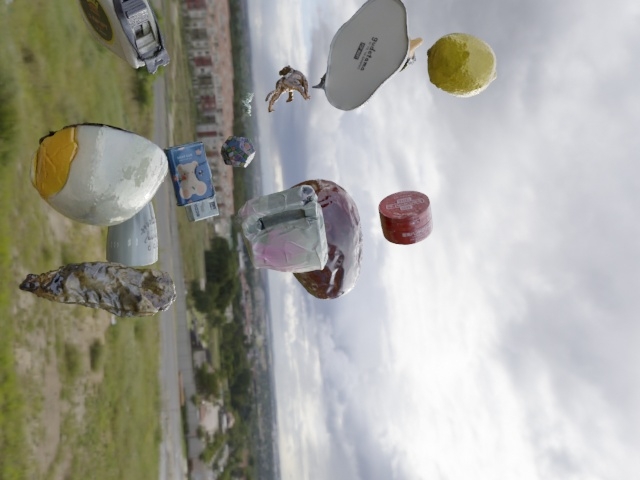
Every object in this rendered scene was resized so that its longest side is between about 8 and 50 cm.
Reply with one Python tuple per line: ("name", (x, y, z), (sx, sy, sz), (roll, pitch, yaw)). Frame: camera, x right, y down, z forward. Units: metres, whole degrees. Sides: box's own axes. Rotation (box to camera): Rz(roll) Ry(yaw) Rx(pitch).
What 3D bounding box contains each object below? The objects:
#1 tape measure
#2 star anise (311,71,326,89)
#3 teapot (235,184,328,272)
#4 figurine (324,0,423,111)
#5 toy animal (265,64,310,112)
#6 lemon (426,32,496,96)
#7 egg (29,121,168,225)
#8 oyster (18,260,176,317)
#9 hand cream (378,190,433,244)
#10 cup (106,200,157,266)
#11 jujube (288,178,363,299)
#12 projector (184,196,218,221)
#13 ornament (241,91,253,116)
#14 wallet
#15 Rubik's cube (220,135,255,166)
("tape measure", (-0.504, -0.588, 1.585), (0.271, 0.133, 0.231), (40, -29, 27))
("star anise", (0.074, -0.554, 2.029), (0.061, 0.205, 0.181), (55, -26, -6))
("teapot", (-0.079, -0.010, 1.307), (0.221, 0.178, 0.163), (107, -26, -83))
("figurine", (0.115, -0.371, 1.316), (0.249, 0.167, 0.141), (-56, 158, 6))
("toy animal", (-0.107, -0.484, 1.966), (0.255, 0.114, 0.116), (-53, 130, -60))
("lemon", (0.535, -0.662, 2.355), (0.233, 0.289, 0.233), (-162, -90, -78))
("egg", (-0.561, -0.136, 1.572), (0.337, 0.338, 0.200), (99, -6, -69))
("oyster", (-0.502, 0.106, 1.413), (0.078, 0.346, 0.128), (117, -24, -63))
("hand cream", (0.307, -0.082, 2.240), (0.193, 0.193, 0.125), (-103, 177, -55))
("cup", (-0.694, -0.046, 2.361), (0.258, 0.187, 0.233), (-44, 141, -74))
("jujube", (0.000, 0.000, 1.589), (0.223, 0.223, 0.317), (-103, 177, -56))
("projector", (-0.473, -0.157, 2.423), (0.061, 0.115, 0.147), (-2, -77, 51))
("ornament", (-0.286, -0.530, 2.426), (0.068, 0.041, 0.092), (-58, 150, -71))
("wallet", (-0.438, -0.224, 2.096), (0.059, 0.141, 0.202), (19, -56, 59))
("Rubik's cube", (-0.262, -0.281, 1.976), (0.111, 0.111, 0.093), (-141, -119, -83))
